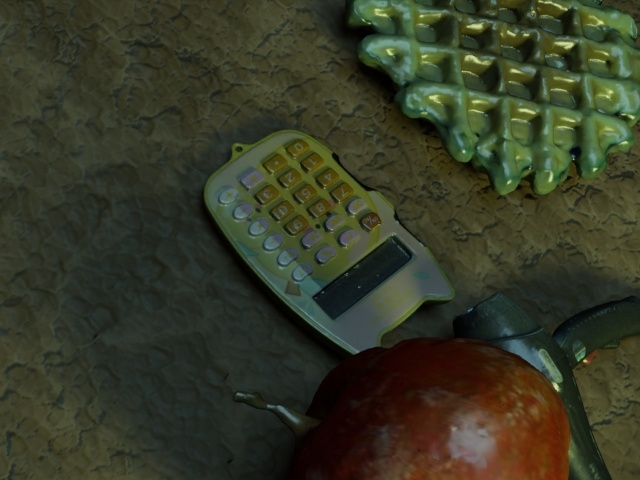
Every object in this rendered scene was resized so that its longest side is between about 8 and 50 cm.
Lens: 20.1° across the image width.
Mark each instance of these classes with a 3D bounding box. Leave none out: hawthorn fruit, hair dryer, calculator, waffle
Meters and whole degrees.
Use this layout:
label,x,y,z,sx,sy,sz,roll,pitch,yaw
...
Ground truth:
label,x,y,z,sx,sy,sz,roll,pitch,yaw
hawthorn fruit,0.054,0.177,1.423,0.272,0.242,0.242,18,58,-8
hair dryer,0.259,0.120,1.620,0.272,0.091,0.235,-29,86,-35
calculator,0.000,0.000,1.607,0.157,0.033,0.236,-36,78,-32
waffle,0.179,-0.186,1.761,0.309,0.056,0.292,44,57,6
